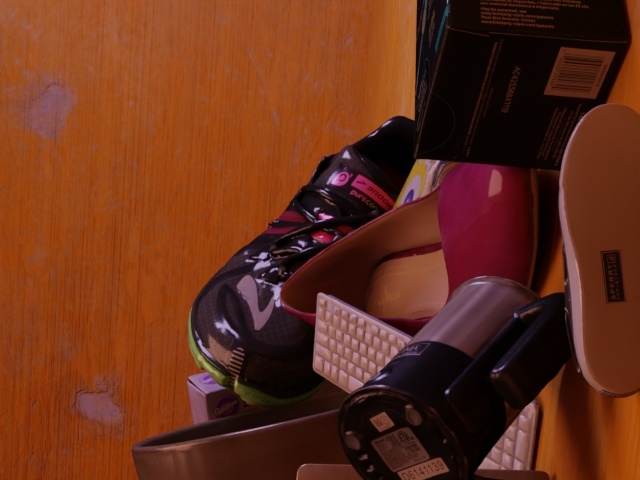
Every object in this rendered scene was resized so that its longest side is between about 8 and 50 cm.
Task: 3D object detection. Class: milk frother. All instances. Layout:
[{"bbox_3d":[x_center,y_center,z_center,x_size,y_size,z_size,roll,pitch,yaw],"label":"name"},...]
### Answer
[{"bbox_3d":[0.107,0.111,0.641,0.135,0.129,0.143,-38,-70,-44],"label":"milk frother"}]

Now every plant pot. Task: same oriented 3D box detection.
[{"bbox_3d":[-0.009,0.308,1.112,0.323,0.323,0.280,114,144,-85],"label":"plant pot"}]

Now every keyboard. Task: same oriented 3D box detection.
[{"bbox_3d":[0.070,0.110,0.832,0.256,0.014,0.072,25,110,51],"label":"keyboard"}]

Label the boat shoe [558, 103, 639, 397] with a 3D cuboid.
[{"bbox_3d":[0.137,0.005,0.534,0.040,0.049,0.142,102,170,-81],"label":"boat shoe"}]

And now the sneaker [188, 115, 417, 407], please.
[{"bbox_3d":[0.000,0.000,1.272,0.483,0.185,0.202,-55,-10,-47],"label":"sneaker"}]

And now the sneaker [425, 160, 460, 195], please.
[{"bbox_3d":[0.129,-0.017,1.024,0.058,0.052,0.135,-108,12,-59],"label":"sneaker"}]

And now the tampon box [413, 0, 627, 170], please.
[{"bbox_3d":[0.117,-0.143,0.680,0.120,0.101,0.161,98,177,-55],"label":"tampon box"}]

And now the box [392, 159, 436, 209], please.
[{"bbox_3d":[0.103,-0.023,1.123,0.105,0.043,0.179,-88,17,-58],"label":"box"}]

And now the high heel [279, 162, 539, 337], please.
[{"bbox_3d":[0.059,0.017,0.865,0.377,0.181,0.127,98,176,-67],"label":"high heel"}]

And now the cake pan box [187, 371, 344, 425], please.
[{"bbox_3d":[-0.030,0.260,1.353,0.070,0.267,0.246,18,116,62],"label":"cake pan box"}]

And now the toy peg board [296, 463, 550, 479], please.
[{"bbox_3d":[0.065,0.232,0.695,0.079,0.160,0.161,70,-159,-65],"label":"toy peg board"}]
